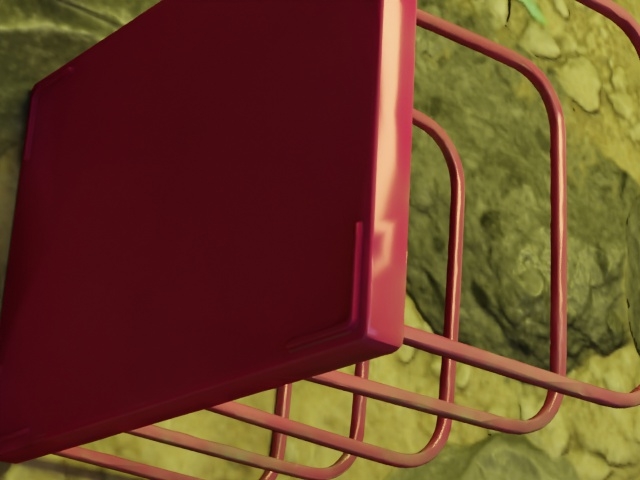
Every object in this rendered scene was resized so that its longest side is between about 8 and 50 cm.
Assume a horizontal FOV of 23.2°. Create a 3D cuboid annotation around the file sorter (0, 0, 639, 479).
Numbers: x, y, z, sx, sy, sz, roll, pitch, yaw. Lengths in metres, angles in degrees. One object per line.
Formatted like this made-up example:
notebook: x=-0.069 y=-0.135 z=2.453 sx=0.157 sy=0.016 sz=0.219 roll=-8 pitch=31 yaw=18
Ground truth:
file sorter: x=0.000 y=0.000 z=0.734 sx=0.182 sy=0.290 sz=0.202 roll=19 pitch=64 yaw=-34
